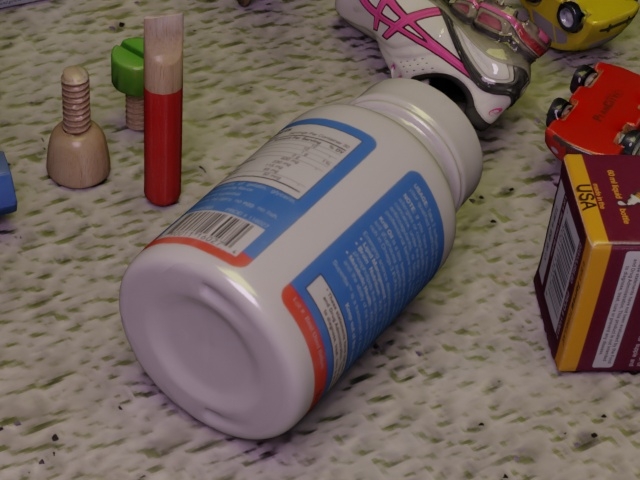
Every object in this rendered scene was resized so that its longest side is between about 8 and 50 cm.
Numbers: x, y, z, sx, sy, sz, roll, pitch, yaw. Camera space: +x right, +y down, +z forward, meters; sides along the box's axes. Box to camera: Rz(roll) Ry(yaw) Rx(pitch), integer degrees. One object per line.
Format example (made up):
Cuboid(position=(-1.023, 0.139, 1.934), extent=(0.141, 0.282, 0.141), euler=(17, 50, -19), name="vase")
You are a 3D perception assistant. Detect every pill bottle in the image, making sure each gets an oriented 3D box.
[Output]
Cuboid(position=(0.000, 0.000, 0.904), extent=(0.124, 0.124, 0.221), euler=(28, 47, 22), name="pill bottle")

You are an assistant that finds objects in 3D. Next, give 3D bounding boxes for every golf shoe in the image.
Cuboid(position=(0.066, -0.134, 1.093), extent=(0.186, 0.067, 0.086), euler=(28, 87, 46), name="golf shoe")

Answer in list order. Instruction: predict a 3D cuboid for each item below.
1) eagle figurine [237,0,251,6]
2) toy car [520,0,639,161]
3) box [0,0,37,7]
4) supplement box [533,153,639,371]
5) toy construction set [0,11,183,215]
Cuboid(position=(0.036, -0.298, 1.188), extent=(0.226, 0.225, 0.298), euler=(16, 53, 31), name="eagle figurine")
Cuboid(position=(0.248, -0.117, 1.110), extent=(0.225, 0.053, 0.239), euler=(2, 44, -5), name="toy car")
Cuboid(position=(-0.233, -0.255, 1.136), extent=(0.072, 0.137, 0.126), euler=(-16, 48, -21), name="box")
Cuboid(position=(0.229, 0.013, 0.931), extent=(0.188, 0.104, 0.080), euler=(0, 43, -7), name="supplement box")
Cuboid(position=(-0.229, -0.142, 0.944), extent=(0.309, 0.237, 0.257), euler=(8, 43, 1), name="toy construction set")
